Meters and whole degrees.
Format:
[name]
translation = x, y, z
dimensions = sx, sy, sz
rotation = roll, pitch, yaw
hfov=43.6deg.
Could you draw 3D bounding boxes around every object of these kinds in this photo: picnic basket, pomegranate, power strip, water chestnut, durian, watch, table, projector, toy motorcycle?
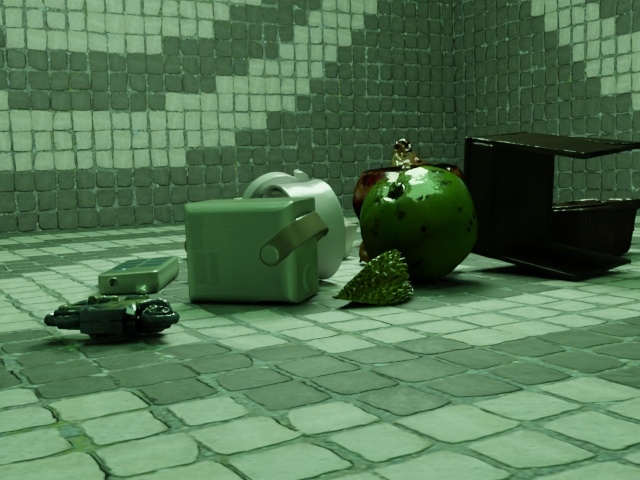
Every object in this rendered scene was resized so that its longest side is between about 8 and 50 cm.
[picnic basket]
translation = 0.587, -0.026, 1.842
dimensions = 0.297, 0.129, 0.222
rotation = -6, 6, -39
[pomegranate]
translation = 0.203, -0.011, 1.570
dimensions = 0.236, 0.236, 0.302
rotation = 1, -27, 27
[power strip]
translation = -0.364, 0.069, 1.626
dimensions = 0.118, 0.046, 0.270
rotation = -2, 6, 0
[water chestnut]
translation = 0.256, -0.139, 2.258
dimensions = 0.350, 0.302, 0.350
rotation = -3, 1, 0
[durian]
translation = 0.102, 0.065, 1.353
dimensions = 0.100, 0.086, 0.215
rotation = -15, 0, 32
[watch]
translation = -0.036, -0.007, 1.613
dimensions = 0.196, 0.244, 0.231
rotation = -8, 30, -31
[table]
translation = 0.452, -0.079, 1.597
dimensions = 0.196, 0.251, 0.282
rotation = -10, 17, -36
[projector]
translation = -0.107, 0.015, 1.401
dimensions = 0.242, 0.177, 0.163
rotation = -2, 7, 17
[toy motorcycle]
translation = -0.281, 0.105, 1.123
dimensions = 0.193, 0.061, 0.124
rotation = -1, 2, 9

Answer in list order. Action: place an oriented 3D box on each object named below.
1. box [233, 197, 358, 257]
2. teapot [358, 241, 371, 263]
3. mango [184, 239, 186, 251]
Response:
[box]
translation = -0.067, -0.031, 1.939
dimensions = 0.203, 0.106, 0.251
rotation = 32, 25, 36
[teapot]
translation = 0.143, 0.023, 1.831
dimensions = 0.129, 0.078, 0.098
rotation = -13, 41, 24
[mango]
translation = -0.285, 0.006, 2.049
dimensions = 0.165, 0.089, 0.115
rotation = -2, 3, 26
